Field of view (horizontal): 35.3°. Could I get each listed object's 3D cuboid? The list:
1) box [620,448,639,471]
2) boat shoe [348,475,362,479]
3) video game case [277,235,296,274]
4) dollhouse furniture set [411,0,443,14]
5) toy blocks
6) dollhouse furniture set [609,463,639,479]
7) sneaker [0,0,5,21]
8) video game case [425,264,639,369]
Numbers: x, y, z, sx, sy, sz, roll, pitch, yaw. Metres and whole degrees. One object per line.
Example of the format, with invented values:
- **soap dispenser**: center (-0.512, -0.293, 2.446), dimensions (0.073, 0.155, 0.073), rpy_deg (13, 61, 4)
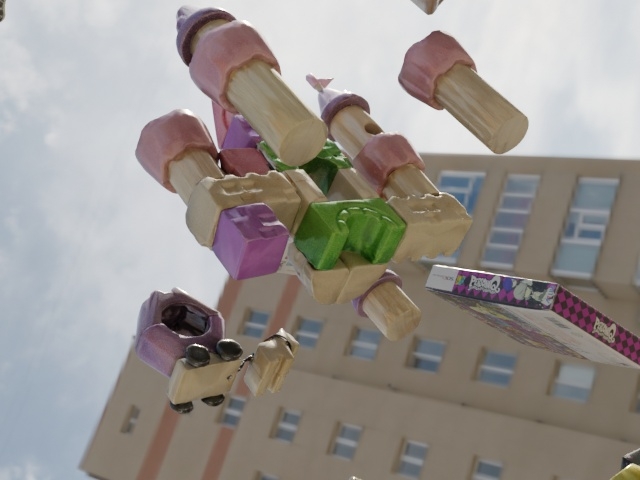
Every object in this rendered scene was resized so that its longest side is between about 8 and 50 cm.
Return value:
- **box**: center (0.550, 0.391, 1.675), dimensions (0.062, 0.083, 0.052), rpy_deg (-11, -67, -33)
- **boat shoe**: center (0.026, 0.262, 0.858), dimensions (0.056, 0.049, 0.152), rpy_deg (-62, -10, -45)
- **video game case**: center (0.000, 0.000, 1.663), dimensions (0.157, 0.019, 0.143), rpy_deg (11, -60, -53)
- **dollhouse furniture set**: center (0.066, -0.355, 0.913), dimensions (0.161, 0.242, 0.212), rpy_deg (-48, -6, -2)
- **toy blocks**: center (-0.037, -0.064, 0.910), dimensions (0.288, 0.260, 0.309), rpy_deg (-7, -47, -38)
- **dollhouse furniture set**: center (0.094, 0.243, 0.696), dimensions (0.303, 0.198, 0.286), rpy_deg (-38, -19, -1)
- **sneaker**: center (-0.312, -0.337, 1.096), dimensions (0.235, 0.090, 0.095), rpy_deg (-53, -57, -28)
- **video game case**: center (0.288, 0.102, 1.336), dimensions (0.232, 0.210, 0.042), rpy_deg (29, -104, -37)
